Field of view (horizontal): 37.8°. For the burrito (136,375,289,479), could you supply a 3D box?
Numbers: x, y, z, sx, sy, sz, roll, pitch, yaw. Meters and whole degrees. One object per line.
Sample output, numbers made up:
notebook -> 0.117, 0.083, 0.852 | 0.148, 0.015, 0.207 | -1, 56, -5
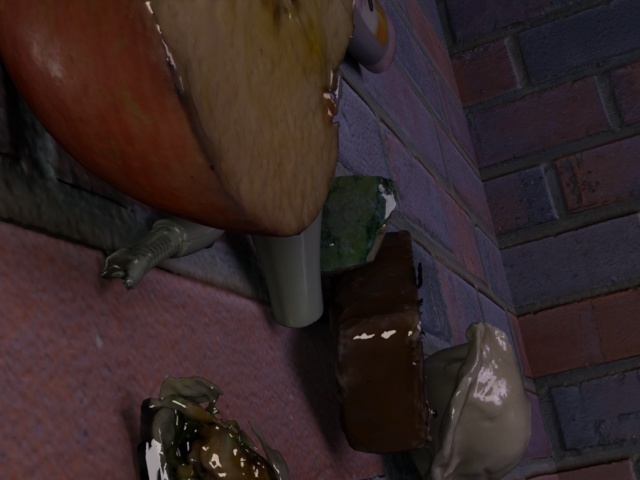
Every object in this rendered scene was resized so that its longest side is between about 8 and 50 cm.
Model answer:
burrito -> -0.006, 0.248, 0.574 | 0.175, 0.107, 0.348 | -107, 172, -51

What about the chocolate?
chocolate -> 0.056, 0.088, 0.894 | 0.214, 0.093, 0.149 | -88, 173, -67

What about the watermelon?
watermelon -> -0.017, -0.003, 0.869 | 0.158, 0.121, 0.098 | 163, -70, -64

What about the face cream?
face cream -> 0.043, -0.312, 1.295 | 0.269, 0.073, 0.108 | 12, 70, -72

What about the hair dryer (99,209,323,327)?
hair dryer -> -0.057, 0.013, 0.701 | 0.229, 0.092, 0.267 | 72, 33, -41

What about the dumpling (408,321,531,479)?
dumpling -> 0.154, 0.211, 1.042 | 0.193, 0.147, 0.258 | -41, 143, -52

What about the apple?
apple -> -0.093, -0.147, 0.551 | 0.251, 0.163, 0.293 | 61, 35, -50
